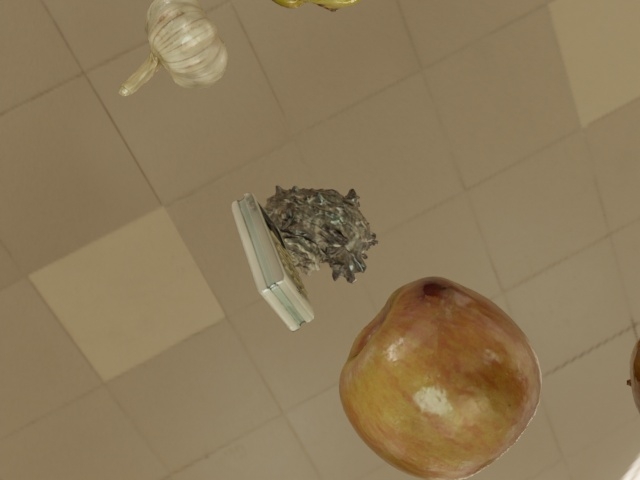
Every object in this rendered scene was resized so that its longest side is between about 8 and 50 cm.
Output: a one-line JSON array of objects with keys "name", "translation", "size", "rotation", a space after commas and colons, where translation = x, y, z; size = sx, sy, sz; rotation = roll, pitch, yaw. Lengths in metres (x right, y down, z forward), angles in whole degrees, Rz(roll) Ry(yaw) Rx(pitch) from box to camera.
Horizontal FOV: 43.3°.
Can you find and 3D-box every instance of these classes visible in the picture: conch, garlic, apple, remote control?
[{"name": "conch", "translation": [-0.009, -0.005, 1.673], "size": [0.241, 0.186, 0.313], "rotation": [-21, 154, 32]}, {"name": "garlic", "translation": [-0.295, -0.349, 1.538], "size": [0.226, 0.199, 0.199], "rotation": [-38, 119, -4]}, {"name": "apple", "translation": [0.126, 0.148, 0.867], "size": [0.188, 0.211, 0.211], "rotation": [40, 97, -1]}, {"name": "remote control", "translation": [-0.083, 0.028, 1.364], "size": [0.056, 0.277, 0.103], "rotation": [-31, 126, 5]}]

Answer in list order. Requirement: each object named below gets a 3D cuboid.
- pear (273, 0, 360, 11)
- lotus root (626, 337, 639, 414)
[{"name": "pear", "translation": [0.023, -0.564, 1.245], "size": [0.340, 0.191, 0.386], "rotation": [-11, 99, -32]}, {"name": "lotus root", "translation": [0.376, 0.147, 0.678], "size": [0.193, 0.193, 0.291], "rotation": [-41, 136, 2]}]
